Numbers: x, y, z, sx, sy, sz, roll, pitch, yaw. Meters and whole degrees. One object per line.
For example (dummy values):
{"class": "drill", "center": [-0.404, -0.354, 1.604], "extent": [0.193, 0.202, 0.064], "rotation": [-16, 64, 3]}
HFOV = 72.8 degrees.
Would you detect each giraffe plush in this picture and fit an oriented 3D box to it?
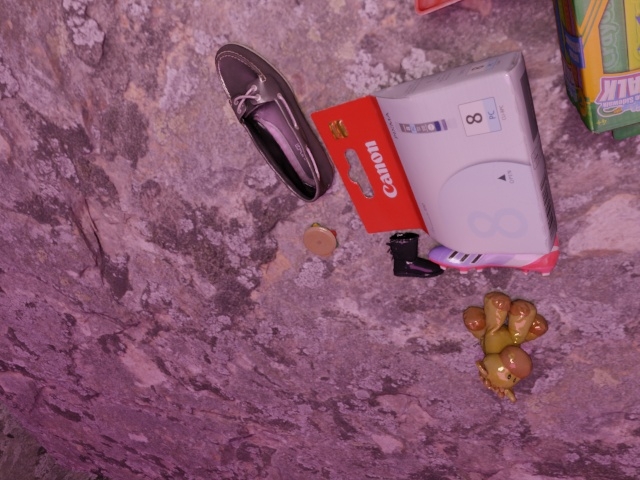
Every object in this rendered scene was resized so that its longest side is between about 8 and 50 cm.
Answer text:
{"class": "giraffe plush", "center": [0.401, 0.248, 0.964], "extent": [0.181, 0.171, 0.210], "rotation": [20, 128, 2]}

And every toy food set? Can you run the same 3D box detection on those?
{"class": "toy food set", "center": [0.000, 0.000, 1.007], "extent": [0.083, 0.020, 0.083], "rotation": [31, 128, -6]}

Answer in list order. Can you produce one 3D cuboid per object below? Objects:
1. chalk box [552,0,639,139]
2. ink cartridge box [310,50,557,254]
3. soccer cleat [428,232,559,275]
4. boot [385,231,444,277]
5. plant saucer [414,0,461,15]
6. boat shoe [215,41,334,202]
{"class": "chalk box", "center": [0.431, -0.267, 0.577], "extent": [0.180, 0.179, 0.289], "rotation": [-14, 119, 26]}
{"class": "ink cartridge box", "center": [0.175, -0.114, 0.760], "extent": [0.384, 0.091, 0.308], "rotation": [-3, 128, 38]}
{"class": "soccer cleat", "center": [0.347, 0.015, 0.882], "extent": [0.247, 0.083, 0.095], "rotation": [3, 105, 18]}
{"class": "boot", "center": [0.207, 0.030, 0.952], "extent": [0.121, 0.045, 0.099], "rotation": [-2, 118, 17]}
{"class": "plant saucer", "center": [0.234, -0.421, 0.501], "extent": [0.258, 0.047, 0.259], "rotation": [1, 90, 45]}
{"class": "boat shoe", "center": [-0.086, -0.218, 0.828], "extent": [0.112, 0.096, 0.335], "rotation": [-25, 114, 31]}
